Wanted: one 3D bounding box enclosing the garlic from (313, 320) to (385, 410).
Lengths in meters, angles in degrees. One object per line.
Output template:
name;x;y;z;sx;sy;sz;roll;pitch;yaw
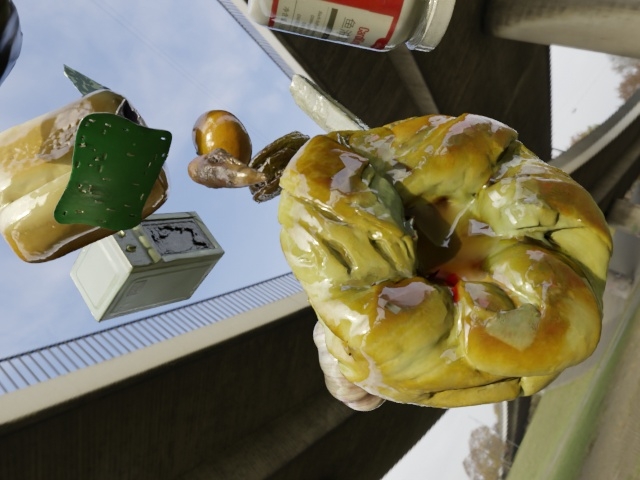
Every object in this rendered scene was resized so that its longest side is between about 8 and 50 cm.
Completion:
garlic;0.122;0.241;1.019;0.245;0.253;0.245;7;-101;-42

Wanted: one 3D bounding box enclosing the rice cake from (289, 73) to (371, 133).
rice cake;0.025;-0.196;0.778;0.052;0.256;0.057;-42;-37;3

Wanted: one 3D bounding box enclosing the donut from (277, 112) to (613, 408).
donut;0.126;0.004;0.532;0.360;0.360;0.170;-45;-23;-28

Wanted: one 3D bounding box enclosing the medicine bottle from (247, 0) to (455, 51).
medicine bottle;0.037;-0.322;0.617;0.250;0.131;0.131;7;-68;-13

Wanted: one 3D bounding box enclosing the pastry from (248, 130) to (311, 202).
pastry;-0.115;-0.216;1.414;0.240;0.132;0.235;-29;2;-3

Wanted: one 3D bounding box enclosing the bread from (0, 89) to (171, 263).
bread;-0.541;-0.138;1.081;0.376;0.348;0.253;-28;-27;-7

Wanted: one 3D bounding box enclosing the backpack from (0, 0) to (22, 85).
backpack;-0.742;-0.386;0.748;0.446;0.255;0.363;29;-100;-16

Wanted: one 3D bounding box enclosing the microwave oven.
microwave oven;-0.535;0.060;1.488;0.286;0.218;0.355;-48;-19;28

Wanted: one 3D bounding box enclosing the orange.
orange;-0.228;-0.221;1.102;0.124;0.156;0.156;-35;-40;-20

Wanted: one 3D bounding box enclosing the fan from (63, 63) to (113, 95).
fan;-0.600;-0.396;1.317;0.240;0.131;0.009;36;-67;-25

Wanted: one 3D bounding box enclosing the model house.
model house;-0.285;-0.108;0.646;0.117;0.088;0.167;6;-57;-40

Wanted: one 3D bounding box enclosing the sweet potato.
sweet potato;-0.157;-0.113;0.768;0.060;0.206;0.068;10;-84;-51
